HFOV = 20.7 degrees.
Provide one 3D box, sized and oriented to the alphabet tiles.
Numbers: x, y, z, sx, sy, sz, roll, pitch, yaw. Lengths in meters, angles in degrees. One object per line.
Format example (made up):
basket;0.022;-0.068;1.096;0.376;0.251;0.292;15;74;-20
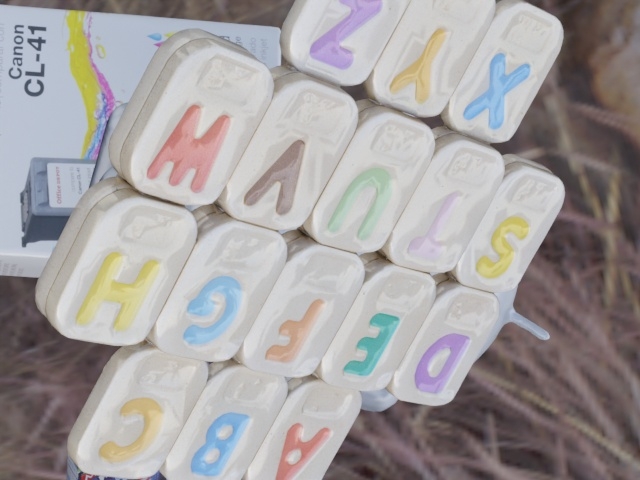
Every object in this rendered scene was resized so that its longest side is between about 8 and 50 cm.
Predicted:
alphabet tiles;0.005;0.001;0.814;0.284;0.021;0.278;16;108;-48

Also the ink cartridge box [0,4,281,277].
ink cartridge box;-0.194;-0.080;1.532;0.306;0.131;0.226;3;81;-14

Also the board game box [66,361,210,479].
board game box;-0.166;0.178;1.678;0.194;0.194;0.060;-29;62;-27

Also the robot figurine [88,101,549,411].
robot figurine;0.000;0.000;1.326;0.353;0.200;0.300;13;46;-10
